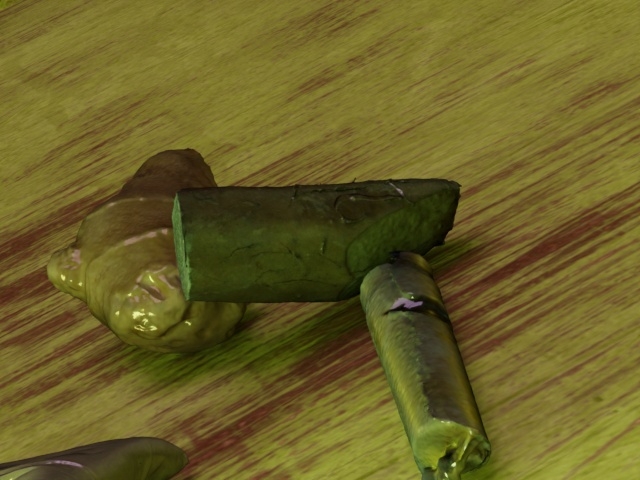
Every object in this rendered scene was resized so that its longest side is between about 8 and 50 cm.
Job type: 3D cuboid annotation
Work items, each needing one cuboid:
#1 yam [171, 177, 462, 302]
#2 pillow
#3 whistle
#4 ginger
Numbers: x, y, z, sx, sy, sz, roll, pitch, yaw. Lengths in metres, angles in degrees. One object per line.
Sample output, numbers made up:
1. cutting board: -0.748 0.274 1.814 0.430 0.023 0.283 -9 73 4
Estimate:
1. yam: 0.000 0.000 1.369 0.259 0.106 0.106 -2 17 -17
2. pillow: -0.253 0.203 1.221 0.270 0.067 0.173 -15 -1 27
3. whistle: 0.076 0.093 1.206 0.057 0.068 0.326 18 19 -12
4. ginger: -0.148 0.005 1.528 0.189 0.126 0.354 -1 21 4
